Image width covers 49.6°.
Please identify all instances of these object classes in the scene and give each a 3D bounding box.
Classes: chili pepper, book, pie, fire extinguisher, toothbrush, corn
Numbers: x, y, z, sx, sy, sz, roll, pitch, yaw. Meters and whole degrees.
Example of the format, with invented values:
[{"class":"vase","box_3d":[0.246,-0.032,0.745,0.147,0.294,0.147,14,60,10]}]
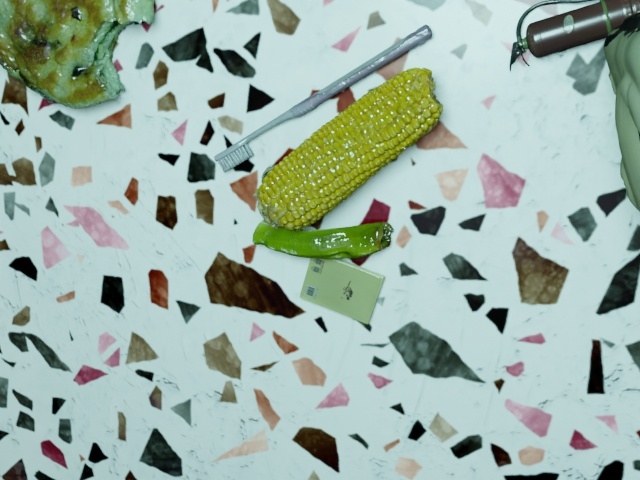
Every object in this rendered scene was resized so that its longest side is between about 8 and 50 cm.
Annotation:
[{"class":"chili pepper","box_3d":[0.000,0.000,0.976,0.201,0.050,0.052,2,104,16]},{"class":"book","box_3d":[0.031,0.067,1.003,0.111,0.014,0.077,21,110,12]},{"class":"pie","box_3d":[-0.376,-0.343,1.000,0.302,0.067,0.303,5,106,16]},{"class":"fire extinguisher","box_3d":[0.298,-0.259,0.829,0.157,0.045,0.078,-14,71,20]},{"class":"toothbrush","box_3d":[-0.003,-0.187,0.946,0.354,0.024,0.029,-28,99,21]},{"class":"corn","box_3d":[0.038,-0.117,0.916,0.293,0.106,0.106,-35,91,18]}]

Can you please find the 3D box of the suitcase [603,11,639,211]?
[{"class":"suitcase","box_3d":[0.401,-0.080,0.674,0.194,0.339,0.352,-20,101,20]}]
